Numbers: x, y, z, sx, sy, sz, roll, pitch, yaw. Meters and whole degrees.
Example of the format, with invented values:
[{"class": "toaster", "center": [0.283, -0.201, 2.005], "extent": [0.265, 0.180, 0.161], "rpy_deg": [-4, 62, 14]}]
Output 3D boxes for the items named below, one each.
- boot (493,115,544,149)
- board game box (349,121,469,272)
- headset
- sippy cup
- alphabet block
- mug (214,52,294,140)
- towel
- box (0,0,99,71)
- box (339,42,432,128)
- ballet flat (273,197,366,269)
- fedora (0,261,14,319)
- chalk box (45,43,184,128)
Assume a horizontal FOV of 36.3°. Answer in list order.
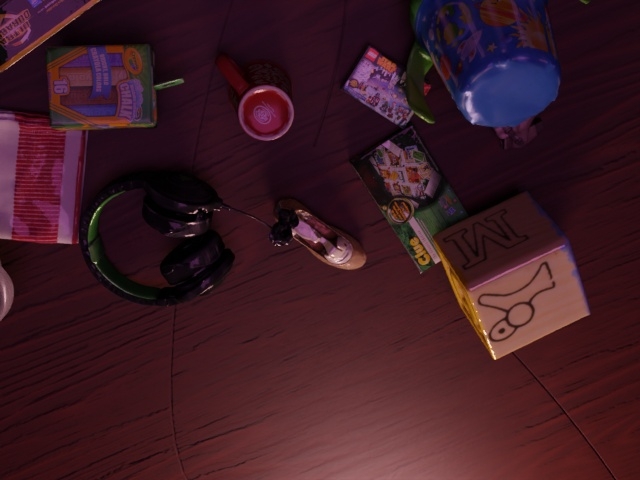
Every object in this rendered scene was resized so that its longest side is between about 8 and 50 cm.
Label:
[{"class": "boot", "center": [0.351, -0.222, 1.762], "extent": [0.086, 0.042, 0.119], "rpy_deg": [-23, 111, 5]}, {"class": "board game box", "center": [0.176, -0.077, 1.802], "extent": [0.136, 0.030, 0.260], "rpy_deg": [-32, 111, 3]}, {"class": "headset", "center": [-0.232, -0.001, 1.697], "extent": [0.394, 0.185, 0.244], "rpy_deg": [-10, 112, 9]}, {"class": "sippy cup", "center": [0.279, -0.312, 1.574], "extent": [0.239, 0.224, 0.306], "rpy_deg": [-3, 144, -12]}, {"class": "alphabet block", "center": [0.344, 0.061, 1.768], "extent": [0.197, 0.193, 0.192], "rpy_deg": [-25, 122, 1]}, {"class": "mug", "center": [-0.113, -0.236, 1.631], "extent": [0.150, 0.169, 0.113], "rpy_deg": [14, 109, -12]}, {"class": "towel", "center": [-0.579, -0.115, 1.692], "extent": [0.328, 0.037, 0.237], "rpy_deg": [7, 110, -9]}, {"class": "box", "center": [-0.372, -0.378, 1.465], "extent": [0.257, 0.322, 0.079], "rpy_deg": [-33, 110, 5]}, {"class": "box", "center": [0.115, -0.272, 1.721], "extent": [0.137, 0.027, 0.094], "rpy_deg": [29, 104, -16]}, {"class": "ballet flat", "center": [0.000, 0.000, 1.787], "extent": [0.206, 0.067, 0.073], "rpy_deg": [32, 104, -17]}, {"class": "fedora", "center": [-0.651, 0.040, 1.676], "extent": [0.243, 0.124, 0.275], "rpy_deg": [-30, 126, 22]}, {"class": "chalk box", "center": [-0.331, -0.248, 1.605], "extent": [0.212, 0.132, 0.132], "rpy_deg": [-1, 93, -5]}]
